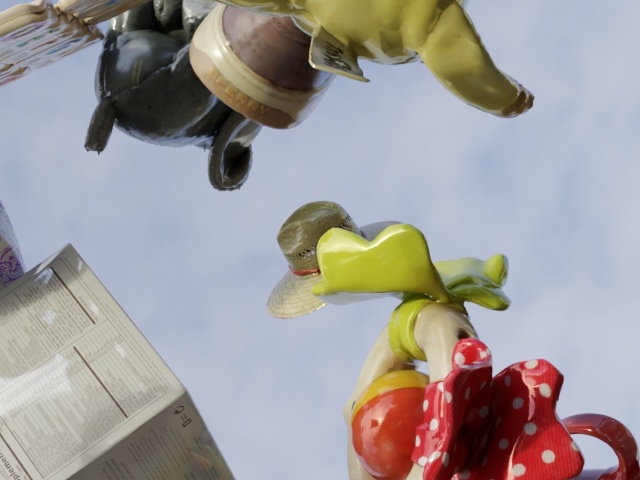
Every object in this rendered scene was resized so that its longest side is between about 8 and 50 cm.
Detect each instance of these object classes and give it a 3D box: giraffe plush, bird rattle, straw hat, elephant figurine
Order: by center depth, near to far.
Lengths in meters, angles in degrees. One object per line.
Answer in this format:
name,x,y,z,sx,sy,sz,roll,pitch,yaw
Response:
giraffe plush,0.021,-0.160,0.574,0.181,0.210,0.171,17,-75,-24
bird rattle,0.081,0.114,1.063,0.143,0.254,0.207,5,-51,-26
straw hat,0.000,0.000,1.337,0.144,0.144,0.061,-38,-69,-13
elephant figurine,-0.103,-0.130,1.452,0.186,0.169,0.239,-19,-29,8

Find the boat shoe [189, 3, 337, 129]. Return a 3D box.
boat shoe,0.015,-0.214,1.062,0.123,0.342,0.123,33,-50,-6

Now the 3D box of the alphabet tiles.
alphabet tiles,-0.258,-0.148,1.251,0.278,0.284,0.021,-24,-87,2

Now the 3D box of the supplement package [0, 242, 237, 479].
supplement package,-0.246,0.185,1.338,0.262,0.198,0.199,-36,-33,-12

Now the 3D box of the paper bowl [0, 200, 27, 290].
paper bowl,-0.408,0.030,1.372,0.284,0.148,0.284,-14,-47,-15

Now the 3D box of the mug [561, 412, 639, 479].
mug,0.203,0.204,1.175,0.113,0.169,0.150,3,-96,-44
